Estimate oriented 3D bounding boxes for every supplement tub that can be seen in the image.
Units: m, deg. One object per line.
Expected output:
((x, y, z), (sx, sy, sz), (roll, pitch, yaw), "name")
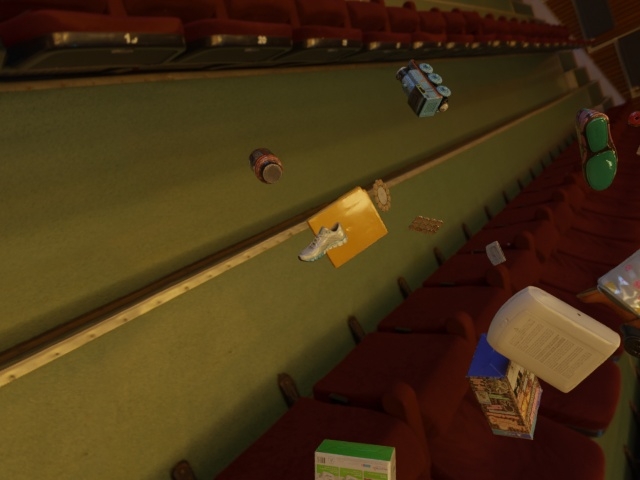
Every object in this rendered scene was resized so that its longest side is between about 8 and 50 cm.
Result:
((-0.199, -0.271, 1.546), (0.105, 0.198, 0.106), (-8, 116, -17), "supplement tub")

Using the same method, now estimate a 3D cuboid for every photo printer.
((0.705, 0.302, 1.324), (0.307, 0.256, 0.107), (31, 32, 11), "photo printer")

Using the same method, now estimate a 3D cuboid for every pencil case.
((0.787, 0.050, 0.976), (0.124, 0.273, 0.113), (41, 14, 14), "pencil case")

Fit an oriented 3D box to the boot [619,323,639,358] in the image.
((1.042, 0.336, 1.308), (0.197, 0.077, 0.137), (34, 27, 14), "boot")

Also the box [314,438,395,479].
((0.119, 0.827, 1.426), (0.126, 0.261, 0.232), (12, 75, -72), "box")

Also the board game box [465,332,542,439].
((0.680, 0.524, 1.544), (0.232, 0.141, 0.291), (-45, 113, -43), "board game box")

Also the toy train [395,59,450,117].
((0.280, -0.422, 1.164), (0.105, 0.080, 0.184), (-12, 61, -23), "toy train")

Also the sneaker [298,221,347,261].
((0.000, 0.000, 1.366), (0.190, 0.071, 0.083), (-32, 122, -26), "sneaker")

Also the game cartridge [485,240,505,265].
((0.672, 0.051, 1.621), (0.017, 0.056, 0.084), (7, 60, -44), "game cartridge")

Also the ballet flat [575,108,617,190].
((0.659, -0.224, 1.014), (0.222, 0.076, 0.079), (54, 26, -33), "ballet flat")

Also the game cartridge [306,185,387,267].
((0.133, -0.068, 2.048), (0.323, 0.052, 0.286), (-34, 108, -9), "game cartridge")

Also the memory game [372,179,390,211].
((0.335, -0.245, 2.300), (0.186, 0.012, 0.187), (21, 63, -49), "memory game")

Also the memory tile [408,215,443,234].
((0.529, -0.076, 2.116), (0.147, 0.113, 0.012), (12, 51, -10), "memory tile")

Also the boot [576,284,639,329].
((1.061, 0.252, 1.457), (0.109, 0.283, 0.221), (32, 48, -81), "boot")

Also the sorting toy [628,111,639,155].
((1.106, -0.319, 1.318), (0.046, 0.274, 0.133), (13, 100, -55), "sorting toy")
